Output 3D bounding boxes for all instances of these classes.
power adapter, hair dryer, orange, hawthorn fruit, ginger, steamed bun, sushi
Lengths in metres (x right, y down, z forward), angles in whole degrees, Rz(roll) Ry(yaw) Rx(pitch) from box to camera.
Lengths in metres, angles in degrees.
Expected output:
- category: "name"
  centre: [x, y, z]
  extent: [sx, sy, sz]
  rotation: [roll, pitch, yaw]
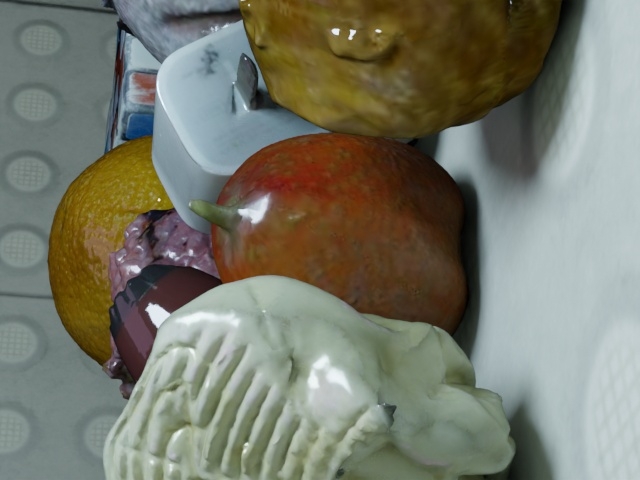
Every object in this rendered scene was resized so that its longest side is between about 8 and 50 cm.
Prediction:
- category: "power adapter"
  centre: [-0.045, -0.114, 1.235]
  extent: [0.124, 0.187, 0.255]
  rotation: [61, 165, 9]
- category: "hair dryer"
  centre: [0.020, 0.060, 1.260]
  extent: [0.340, 0.312, 0.123]
  rotation: [-51, -7, -19]
- category: "orange"
  centre: [-0.160, 0.026, 1.721]
  extent: [0.357, 0.322, 0.322]
  rotation: [173, 102, -66]
- category: "hawthorn fruit"
  centre: [0.000, 0.000, 1.111]
  extent: [0.199, 0.251, 0.199]
  rotation: [-21, 60, 41]
- category: "ginger"
  centre: [0.049, -0.182, 1.006]
  extent: [0.269, 0.223, 0.200]
  rotation: [-112, 25, -62]
- category: "steamed bun"
  centre: [0.006, 0.167, 0.986]
  extent: [0.206, 0.275, 0.320]
  rotation: [-34, -59, -66]
- category: "sushi"
  centre: [-0.086, 0.066, 1.444]
  extent: [0.236, 0.270, 0.171]
  rotation: [86, 178, -54]

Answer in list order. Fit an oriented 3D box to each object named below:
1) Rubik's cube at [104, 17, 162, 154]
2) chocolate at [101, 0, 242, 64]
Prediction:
- category: "Rubik's cube"
  centre: [-0.155, -0.178, 1.942]
  extent: [0.256, 0.259, 0.253]
  rotation: [111, 162, -52]
- category: "chocolate"
  centre: [-0.048, -0.238, 1.468]
  extent: [0.213, 0.303, 0.303]
  rotation: [55, 152, 21]
